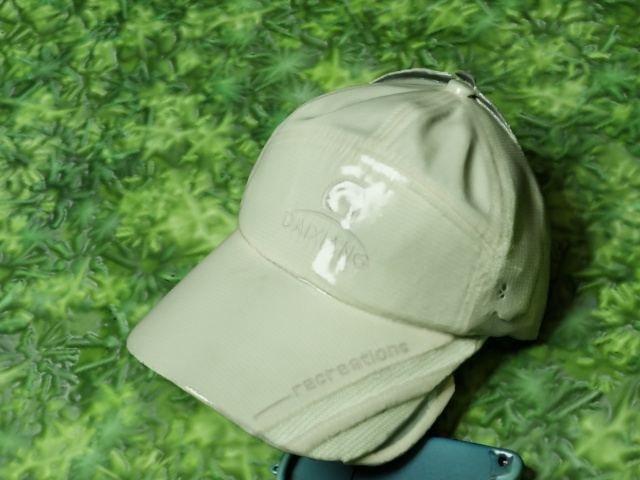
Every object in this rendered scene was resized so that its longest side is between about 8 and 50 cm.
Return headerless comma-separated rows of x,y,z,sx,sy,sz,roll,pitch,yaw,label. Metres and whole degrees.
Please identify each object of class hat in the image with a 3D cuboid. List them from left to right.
0.000,0.000,0.949,0.219,0.164,0.226,29,33,31,hat

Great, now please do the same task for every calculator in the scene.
0.037,0.135,0.919,0.141,0.019,0.094,7,54,20,calculator
